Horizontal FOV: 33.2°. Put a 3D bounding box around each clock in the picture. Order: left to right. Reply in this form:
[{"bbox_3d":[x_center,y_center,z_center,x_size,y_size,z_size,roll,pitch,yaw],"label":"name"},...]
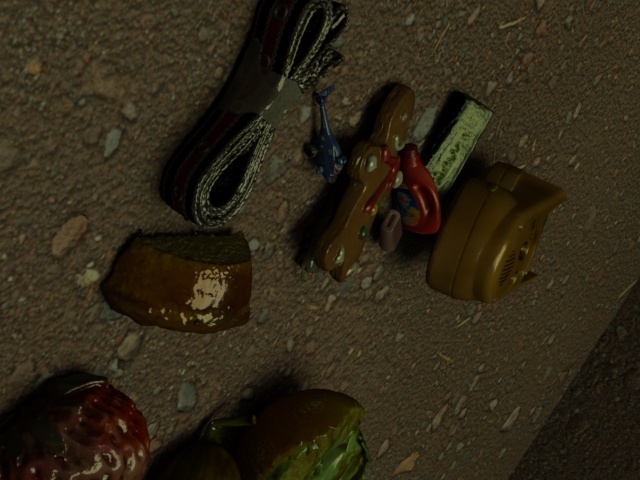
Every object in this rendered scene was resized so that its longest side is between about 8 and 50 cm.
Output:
[{"bbox_3d":[0.319,-0.006,2.039,0.317,0.200,0.244,-31,138,-61],"label":"clock"}]

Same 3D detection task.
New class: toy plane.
[{"bbox_3d":[0.011,-0.158,1.636,0.054,0.062,0.167,-36,132,-35],"label":"toy plane"}]

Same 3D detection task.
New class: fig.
[{"bbox_3d":[-0.194,0.378,1.737,0.142,0.148,0.186,17,62,-46],"label":"fig"}]

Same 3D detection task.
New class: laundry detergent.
[{"bbox_3d":[0.168,-0.093,1.889,0.049,0.097,0.165,-38,133,-35],"label":"laundry detergent"}]

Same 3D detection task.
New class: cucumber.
[{"bbox_3d":[0.229,-0.164,1.957,0.078,0.062,0.211,25,104,-22],"label":"cucumber"}]

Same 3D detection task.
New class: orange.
[{"bbox_3d":[-0.033,0.393,1.912,0.262,0.196,0.334,-33,138,-15],"label":"orange"}]

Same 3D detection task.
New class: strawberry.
[{"bbox_3d":[-0.327,0.346,1.480,0.265,0.149,0.336,-43,147,-29],"label":"strawberry"}]

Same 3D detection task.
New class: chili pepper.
[{"bbox_3d":[0.001,0.001,1.773,0.153,0.041,0.050,-63,-178,5],"label":"chili pepper"}]

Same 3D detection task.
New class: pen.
[{"bbox_3d":[0.124,-0.015,1.908,0.053,0.032,0.197,-63,171,-10],"label":"pen"}]

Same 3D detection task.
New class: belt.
[{"bbox_3d":[-0.089,-0.182,1.432,0.359,0.094,0.126,-58,145,-6],"label":"belt"}]

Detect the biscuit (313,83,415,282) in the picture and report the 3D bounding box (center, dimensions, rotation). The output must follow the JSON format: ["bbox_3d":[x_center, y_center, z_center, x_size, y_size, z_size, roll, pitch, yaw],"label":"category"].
[{"bbox_3d":[0.087,-0.094,1.765,0.339,0.047,0.216,-66,163,-4],"label":"biscuit"}]

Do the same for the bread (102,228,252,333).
[{"bbox_3d":[-0.165,0.064,1.491,0.260,0.134,0.129,-5,119,-55],"label":"bread"}]
